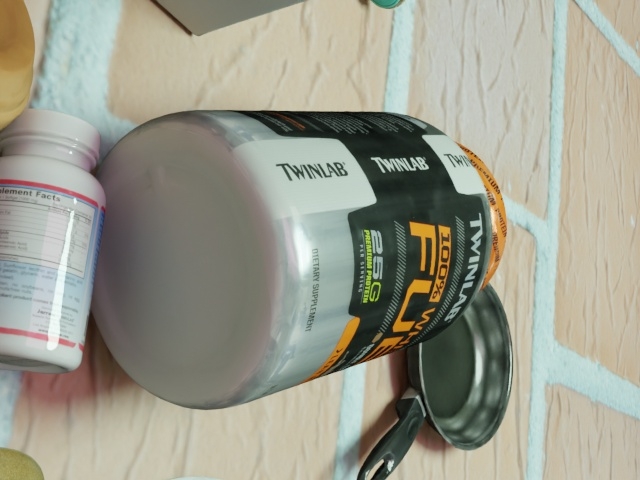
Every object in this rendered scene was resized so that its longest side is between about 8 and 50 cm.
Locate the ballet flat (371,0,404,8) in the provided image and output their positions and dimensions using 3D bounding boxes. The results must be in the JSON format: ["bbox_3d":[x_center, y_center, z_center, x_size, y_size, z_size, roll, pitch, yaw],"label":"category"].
[{"bbox_3d":[0.046,-0.342,1.009,0.206,0.073,0.067,66,26,-26],"label":"ballet flat"}]

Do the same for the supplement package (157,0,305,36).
[{"bbox_3d":[-0.026,-0.299,0.721,0.177,0.292,0.175,38,57,-42],"label":"supplement package"}]

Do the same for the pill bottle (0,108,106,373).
[{"bbox_3d":[-0.187,0.001,0.636,0.087,0.087,0.160,25,65,-48],"label":"pill bottle"}]

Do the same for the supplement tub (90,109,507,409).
[{"bbox_3d":[0.000,0.000,0.779,0.338,0.207,0.207,-10,92,-52],"label":"supplement tub"}]

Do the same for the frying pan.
[{"bbox_3d":[0.128,0.176,1.041,0.197,0.053,0.326,55,48,-31],"label":"frying pan"}]

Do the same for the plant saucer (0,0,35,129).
[{"bbox_3d":[-0.231,-0.157,0.568,0.200,0.037,0.200,57,13,-21],"label":"plant saucer"}]

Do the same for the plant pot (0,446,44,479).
[{"bbox_3d":[-0.226,0.194,0.469,0.032,0.236,0.236,45,32,22],"label":"plant pot"}]

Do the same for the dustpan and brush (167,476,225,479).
[{"bbox_3d":[-0.126,0.229,0.714,0.211,0.060,0.147,42,42,-48],"label":"dustpan and brush"}]
